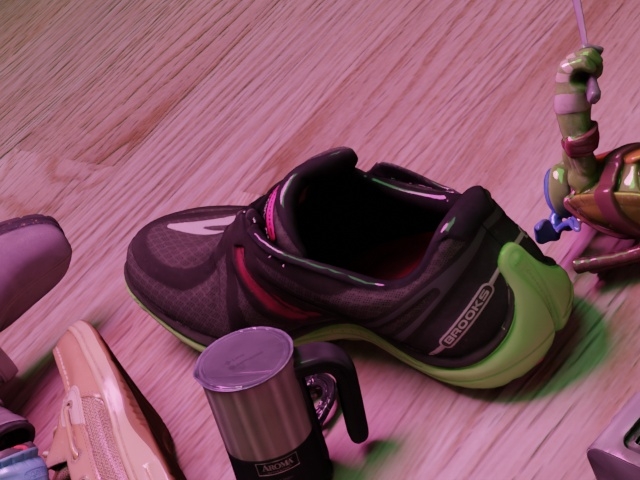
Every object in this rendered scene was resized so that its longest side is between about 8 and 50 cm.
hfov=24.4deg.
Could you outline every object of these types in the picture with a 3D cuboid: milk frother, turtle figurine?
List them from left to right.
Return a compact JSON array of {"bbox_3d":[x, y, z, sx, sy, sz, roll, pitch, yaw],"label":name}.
[{"bbox_3d":[-0.040,0.128,1.249,0.129,0.134,0.143,-26,32,-16],"label":"milk frother"},{"bbox_3d":[0.299,-0.105,1.216,0.274,0.198,0.266,-48,28,-19],"label":"turtle figurine"}]

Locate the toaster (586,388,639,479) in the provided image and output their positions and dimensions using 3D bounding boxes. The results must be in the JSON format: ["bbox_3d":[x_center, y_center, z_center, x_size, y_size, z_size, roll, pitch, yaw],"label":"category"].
[{"bbox_3d":[0.293,0.139,0.984,0.168,0.110,0.186,-45,35,-18],"label":"toaster"}]

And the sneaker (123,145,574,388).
[{"bbox_3d":[0.000,0.000,1.328,0.483,0.202,0.185,1,44,40],"label":"sneaker"}]

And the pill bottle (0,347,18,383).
[{"bbox_3d":[-0.393,0.165,1.544,0.152,0.086,0.086,-44,34,-18],"label":"pill bottle"}]

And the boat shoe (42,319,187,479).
[{"bbox_3d":[-0.196,0.187,1.317,0.110,0.121,0.341,-33,34,-4],"label":"boat shoe"}]

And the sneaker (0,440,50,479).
[{"bbox_3d":[-0.312,0.287,1.280,0.262,0.125,0.104,-42,-17,34],"label":"sneaker"}]

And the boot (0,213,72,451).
[{"bbox_3d":[-0.333,0.131,1.425,0.338,0.118,0.223,-40,51,-20],"label":"boot"}]
